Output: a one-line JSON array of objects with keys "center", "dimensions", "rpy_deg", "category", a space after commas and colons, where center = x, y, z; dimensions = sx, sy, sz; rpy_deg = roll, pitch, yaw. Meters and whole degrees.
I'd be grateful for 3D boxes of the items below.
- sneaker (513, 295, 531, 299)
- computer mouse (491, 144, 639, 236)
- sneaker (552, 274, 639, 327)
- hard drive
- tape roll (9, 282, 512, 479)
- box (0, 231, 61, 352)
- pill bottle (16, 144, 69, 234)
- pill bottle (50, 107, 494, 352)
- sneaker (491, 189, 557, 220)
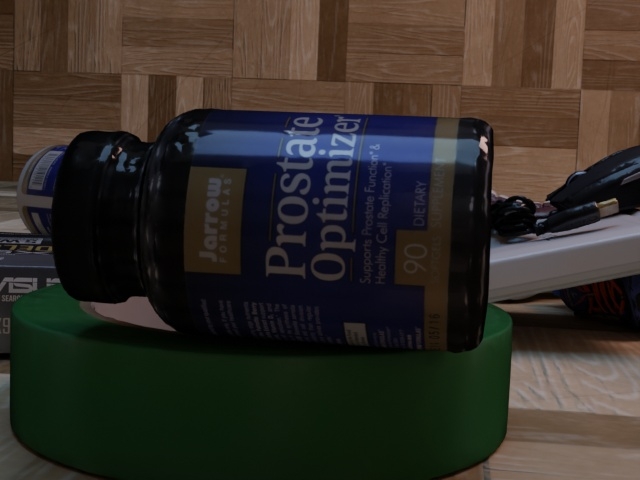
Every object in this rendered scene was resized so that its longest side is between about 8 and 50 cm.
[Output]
[{"center": [0.271, 0.033, 1.291], "dimensions": [0.212, 0.080, 0.094], "rpy_deg": [-3, -4, -31], "category": "sneaker"}, {"center": [0.284, -0.056, 1.043], "dimensions": [0.262, 0.060, 0.184], "rpy_deg": [-11, 4, 4], "category": "computer mouse"}, {"center": [0.300, 0.055, 1.115], "dimensions": [0.087, 0.083, 0.221], "rpy_deg": [-14, 4, -1], "category": "sneaker"}, {"center": [0.151, 0.025, 1.041], "dimensions": [0.353, 0.047, 0.233], "rpy_deg": [-10, 5, 2], "category": "hard drive"}, {"center": [-0.037, 0.078, 0.694], "dimensions": [0.321, 0.077, 0.321], "rpy_deg": [2, 5, 0], "category": "tape roll"}, {"center": [-0.197, 0.043, 0.954], "dimensions": [0.307, 0.076, 0.242], "rpy_deg": [2, 6, -10], "category": "box"}, {"center": [-0.305, -0.060, 1.551], "dimensions": [0.265, 0.153, 0.153], "rpy_deg": [7, 8, 35], "category": "pill bottle"}, {"center": [-0.021, -0.007, 0.560], "dimensions": [0.219, 0.122, 0.123], "rpy_deg": [3, 6, 8], "category": "pill bottle"}, {"center": [0.286, 0.006, 1.538], "dimensions": [0.281, 0.106, 0.162], "rpy_deg": [11, 29, 30], "category": "sneaker"}]
